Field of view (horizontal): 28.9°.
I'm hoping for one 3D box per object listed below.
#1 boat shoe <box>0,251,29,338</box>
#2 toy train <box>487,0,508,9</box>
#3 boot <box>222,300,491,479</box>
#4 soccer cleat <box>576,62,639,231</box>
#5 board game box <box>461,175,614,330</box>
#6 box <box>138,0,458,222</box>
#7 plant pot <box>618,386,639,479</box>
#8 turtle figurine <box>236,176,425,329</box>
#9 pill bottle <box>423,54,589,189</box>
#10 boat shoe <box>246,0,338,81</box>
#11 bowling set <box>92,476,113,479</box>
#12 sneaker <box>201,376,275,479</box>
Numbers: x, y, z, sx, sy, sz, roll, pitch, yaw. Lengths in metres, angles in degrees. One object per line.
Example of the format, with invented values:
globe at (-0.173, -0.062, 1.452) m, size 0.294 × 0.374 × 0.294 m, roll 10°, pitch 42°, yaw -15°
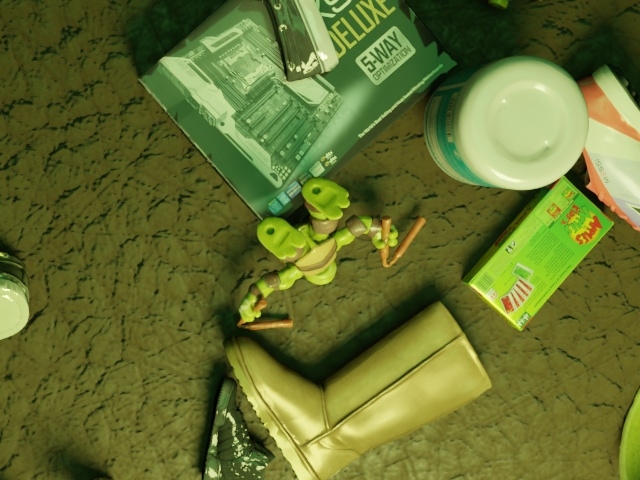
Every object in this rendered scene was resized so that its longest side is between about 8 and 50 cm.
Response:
boat shoe at (-0.495, 0.074, 1.458) m, size 0.304 × 0.091 × 0.109 m, roll -6°, pitch 128°, yaw -5°
toy train at (0.252, -0.355, 1.548) m, size 0.166 × 0.046 × 0.125 m, roll -19°, pitch 95°, yaw -9°
boot at (0.043, 0.155, 1.539) m, size 0.269 × 0.089 × 0.236 m, roll -32°, pitch 108°, yaw -4°
soccer cleat at (0.404, -0.066, 1.567) m, size 0.116 × 0.108 × 0.318 m, roll -32°, pitch 99°, yaw 16°
board game box at (0.275, 0.014, 1.575) m, size 0.092 × 0.043 × 0.181 m, roll 42°, pitch 88°, yaw -8°
box at (-0.027, -0.202, 1.505) m, size 0.307 × 0.076 × 0.242 m, roll -41°, pitch 97°, yaw -3°
plant pot at (0.559, 0.275, 1.538) m, size 0.253 × 0.276 × 0.276 m, roll 29°, pitch 90°, yaw -20°
turtle figurine at (0.000, 0.000, 1.477) m, size 0.269 × 0.217 × 0.087 m, roll -28°, pitch 68°, yaw -5°
pill bottle at (0.204, -0.135, 1.444) m, size 0.146 × 0.264 × 0.146 m, roll -1°, pitch 95°, yaw -7°
boat shoe at (-0.059, -0.289, 1.423) m, size 0.076 × 0.080 × 0.229 m, roll -26°, pitch 103°, yaw -5°
bowling set at (-0.356, 0.401, 1.465) m, size 0.286 × 0.154 × 0.200 m, roll -11°, pitch 95°, yaw -6°
sneaker at (-0.096, 0.257, 1.543) m, size 0.089 × 0.051 × 0.170 m, roll 10°, pitch 97°, yaw -8°
